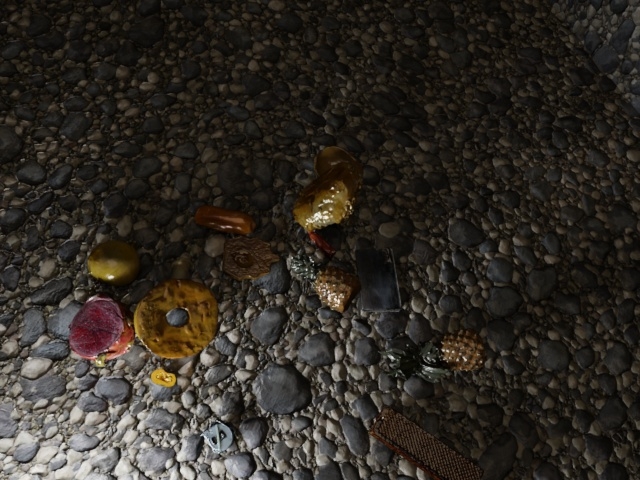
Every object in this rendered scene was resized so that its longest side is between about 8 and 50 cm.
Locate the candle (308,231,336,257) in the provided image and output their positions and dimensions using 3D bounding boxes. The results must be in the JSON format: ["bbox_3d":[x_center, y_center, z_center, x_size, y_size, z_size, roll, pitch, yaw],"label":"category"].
[{"bbox_3d":[0.000,0.000,1.838,0.162,0.048,0.053,45,38,15],"label":"candle"}]

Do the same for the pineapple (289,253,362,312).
[{"bbox_3d":[0.006,0.143,1.732,0.279,0.157,0.157,30,65,18],"label":"pineapple"}]

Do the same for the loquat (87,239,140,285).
[{"bbox_3d":[-0.719,0.077,1.655,0.172,0.149,0.204,30,54,11],"label":"loquat"}]

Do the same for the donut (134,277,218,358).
[{"bbox_3d":[-0.489,0.257,1.570,0.278,0.108,0.277,5,81,-37],"label":"donut"}]

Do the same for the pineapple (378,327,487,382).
[{"bbox_3d":[0.394,0.418,1.657,0.365,0.165,0.165,-13,68,-4],"label":"pineapple"}]

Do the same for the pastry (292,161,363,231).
[{"bbox_3d":[0.040,-0.155,1.787,0.162,0.311,0.255,42,43,-25],"label":"pastry"}]

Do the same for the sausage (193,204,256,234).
[{"bbox_3d":[-0.366,-0.079,1.802,0.238,0.098,0.098,13,65,-1],"label":"sausage"}]

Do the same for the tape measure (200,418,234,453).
[{"bbox_3d":[-0.322,0.627,1.506,0.094,0.054,0.091,41,73,14],"label":"tape measure"}]

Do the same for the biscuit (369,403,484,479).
[{"bbox_3d":[0.345,0.697,1.551,0.388,0.073,0.107,33,64,7],"label":"biscuit"}]

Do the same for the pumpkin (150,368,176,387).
[{"bbox_3d":[-0.525,0.463,1.568,0.083,0.028,0.050,26,66,-5],"label":"pumpkin"}]

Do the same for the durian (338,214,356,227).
[{"bbox_3d":[0.103,-0.088,1.875,0.091,0.080,0.080,-12,68,-7],"label":"durian"}]

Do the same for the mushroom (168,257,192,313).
[{"bbox_3d":[-0.530,0.161,1.677,0.092,0.081,0.223,1,59,43],"label":"mushroom"}]

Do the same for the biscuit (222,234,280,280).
[{"bbox_3d":[-0.261,0.067,1.781,0.215,0.034,0.182,3,66,-8],"label":"biscuit"}]

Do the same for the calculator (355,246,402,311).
[{"bbox_3d":[0.221,0.148,1.814,0.161,0.021,0.261,0,65,-7],"label":"calculator"}]

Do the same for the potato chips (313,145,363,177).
[{"bbox_3d":[0.073,-0.300,1.978,0.208,0.062,0.195,3,71,-7],"label":"potato chips"}]

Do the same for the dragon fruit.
[{"bbox_3d":[-0.708,0.289,1.567,0.211,0.147,0.282,-18,62,0],"label":"dragon fruit"}]
